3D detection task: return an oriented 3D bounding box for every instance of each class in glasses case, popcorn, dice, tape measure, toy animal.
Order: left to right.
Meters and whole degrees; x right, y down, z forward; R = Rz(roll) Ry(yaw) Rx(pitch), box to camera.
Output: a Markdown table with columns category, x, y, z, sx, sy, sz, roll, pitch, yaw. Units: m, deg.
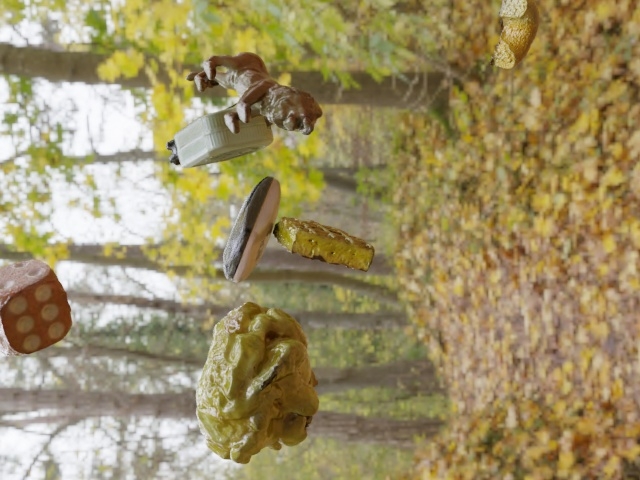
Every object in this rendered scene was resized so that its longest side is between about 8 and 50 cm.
| category | x | y | z | sx | sy | sz | roll | pitch | yaw |
| --- | --- | --- | --- | --- | --- | --- | --- | --- | --- |
| dice | -0.690 | 0.155 | 2.127 | 0.179 | 0.174 | 0.175 | 14 | 122 | 48 |
| tape measure | -0.222 | -0.247 | 2.112 | 0.235 | 0.207 | 0.115 | -16 | 91 | 59 |
| glasses case | -0.133 | -0.027 | 1.813 | 0.314 | 0.075 | 0.122 | -77 | 11 | -62 |
| popcorn | -0.117 | 0.261 | 1.647 | 0.252 | 0.215 | 0.287 | 22 | -92 | -50 |
| toy animal | -0.118 | -0.276 | 1.685 | 0.312 | 0.157 | 0.097 | 50 | 147 | 39 |

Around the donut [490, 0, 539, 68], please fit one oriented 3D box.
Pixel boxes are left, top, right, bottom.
| category | x | y | z | sx | sy | sz | roll | pitch | yaw |
| --- | --- | --- | --- | --- | --- | --- | --- | --- | --- |
| donut | 0.218 | -0.236 | 1.022 | 0.067 | 0.038 | 0.083 | 29 | -91 | -53 |

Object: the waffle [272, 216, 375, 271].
| category | x | y | z | sx | sy | sz | roll | pitch | yaw |
| --- | --- | --- | --- | --- | --- | --- | --- | --- | --- |
| waffle | 0.000 | 0.000 | 1.741 | 0.211 | 0.160 | 0.055 | -144 | 69 | -73 |
